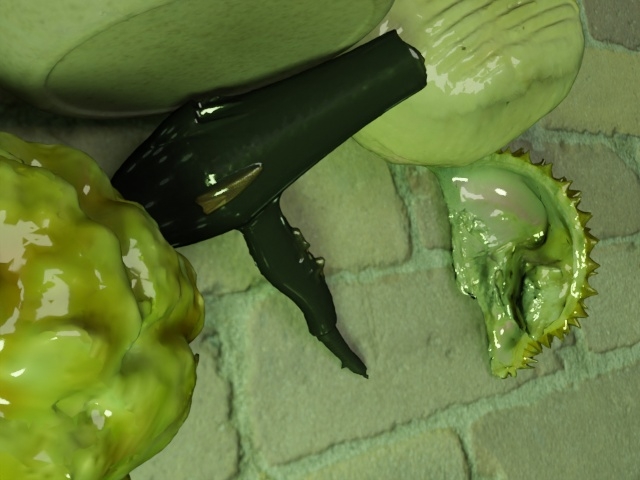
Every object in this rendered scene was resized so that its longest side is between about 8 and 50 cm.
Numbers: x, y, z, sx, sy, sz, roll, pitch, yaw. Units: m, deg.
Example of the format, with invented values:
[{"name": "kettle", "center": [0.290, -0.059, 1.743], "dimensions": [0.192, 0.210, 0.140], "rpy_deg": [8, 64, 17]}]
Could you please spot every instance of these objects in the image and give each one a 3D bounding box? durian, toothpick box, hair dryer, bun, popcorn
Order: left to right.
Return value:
[{"name": "popcorn", "center": [-0.216, 0.056, 0.454], "dimensions": [0.336, 0.279, 0.274], "rpy_deg": [5, 54, -23]}, {"name": "toothpick box", "center": [-0.141, -0.338, 0.533], "dimensions": [0.409, 0.409, 0.425], "rpy_deg": [-16, 88, -38]}, {"name": "hair dryer", "center": [0.000, 0.000, 0.685], "dimensions": [0.359, 0.304, 0.120], "rpy_deg": [60, 6, -32]}, {"name": "bun", "center": [0.123, -0.240, 0.831], "dimensions": [0.361, 0.213, 0.361], "rpy_deg": [9, 63, -18]}, {"name": "durian", "center": [0.246, 0.018, 0.883], "dimensions": [0.167, 0.172, 0.306], "rpy_deg": [-9, 90, -14]}]
